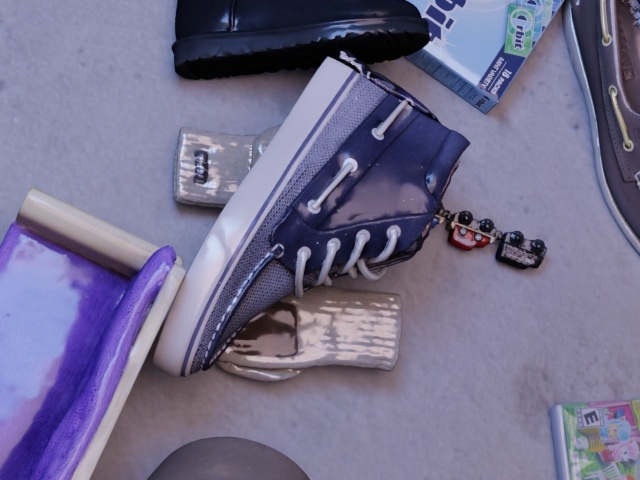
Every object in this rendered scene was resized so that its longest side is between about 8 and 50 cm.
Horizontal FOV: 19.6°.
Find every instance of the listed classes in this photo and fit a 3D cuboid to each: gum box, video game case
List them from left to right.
[{"bbox_3d":[0.131,-0.240,1.802,0.184,0.041,0.157,35,71,-4],"label":"gum box"},{"bbox_3d":[0.320,0.253,1.736,0.193,0.023,0.212,-2,77,-15],"label":"video game case"}]

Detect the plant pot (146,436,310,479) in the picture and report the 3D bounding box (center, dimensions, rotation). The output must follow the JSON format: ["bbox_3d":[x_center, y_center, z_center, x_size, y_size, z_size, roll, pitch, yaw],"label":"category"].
[{"bbox_3d":[-0.086,0.284,1.502,0.263,0.263,0.229,26,35,-7],"label":"plant pot"}]

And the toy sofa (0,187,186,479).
[{"bbox_3d":[-0.254,0.146,1.537,0.150,0.177,0.362,26,72,-6],"label":"toy sofa"}]

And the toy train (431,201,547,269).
[{"bbox_3d":[0.139,-0.008,1.755,0.158,0.027,0.036,21,83,-9],"label":"toy train"}]

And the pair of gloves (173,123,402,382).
[{"bbox_3d":[-0.033,0.011,1.698,0.204,0.042,0.240,-2,75,-11],"label":"pair of gloves"}]

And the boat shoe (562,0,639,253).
[{"bbox_3d":[0.326,-0.119,1.792,0.116,0.097,0.324,-13,80,-17],"label":"boat shoe"}]

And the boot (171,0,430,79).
[{"bbox_3d":[-0.028,-0.265,1.719,0.246,0.094,0.207,-5,78,7],"label":"boot"}]

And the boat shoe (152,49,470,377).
[{"bbox_3d":[0.000,0.000,1.616,0.158,0.127,0.340,30,72,5],"label":"boat shoe"}]
